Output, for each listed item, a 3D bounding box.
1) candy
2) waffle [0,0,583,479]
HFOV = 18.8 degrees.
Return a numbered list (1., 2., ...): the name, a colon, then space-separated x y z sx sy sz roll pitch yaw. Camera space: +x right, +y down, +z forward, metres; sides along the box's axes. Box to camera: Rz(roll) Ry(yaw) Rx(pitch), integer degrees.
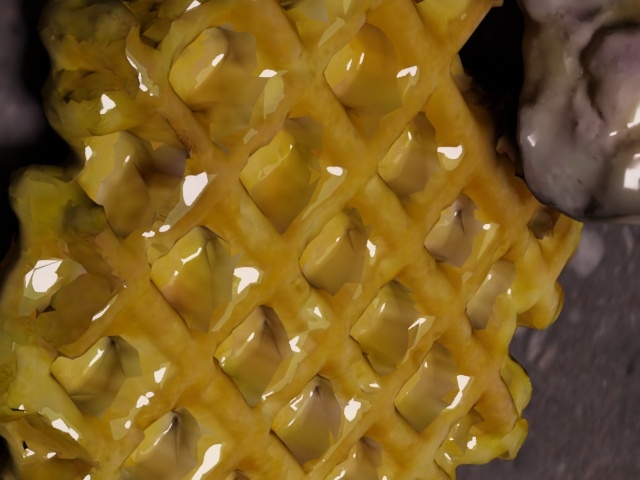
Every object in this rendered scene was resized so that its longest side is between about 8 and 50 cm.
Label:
1. candy: 0.176 -0.064 0.649 0.195 0.184 0.137 4 92 -63
2. waffle: 0.001 0.001 0.628 0.291 0.051 0.291 -22 124 -38
